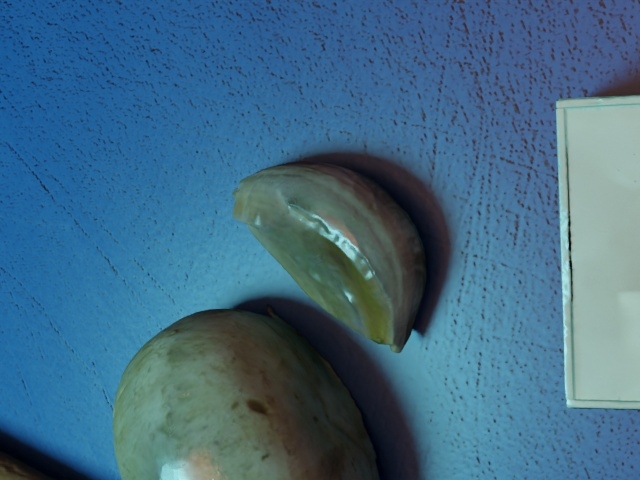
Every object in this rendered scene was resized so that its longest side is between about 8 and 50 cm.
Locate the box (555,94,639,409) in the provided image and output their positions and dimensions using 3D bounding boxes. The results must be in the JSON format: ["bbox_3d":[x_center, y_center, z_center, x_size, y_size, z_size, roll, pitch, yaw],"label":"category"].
[{"bbox_3d":[0.248,0.006,0.993,0.129,0.086,0.225,-1,94,21],"label":"box"}]

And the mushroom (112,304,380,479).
[{"bbox_3d":[-0.082,0.182,1.085,0.195,0.189,0.254,-34,73,19],"label":"mushroom"}]

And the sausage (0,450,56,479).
[{"bbox_3d":[-0.320,0.226,1.238,0.289,0.086,0.086,22,102,18],"label":"sausage"}]

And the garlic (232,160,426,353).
[{"bbox_3d":[0.012,-0.006,1.090,0.195,0.087,0.101,38,119,13],"label":"garlic"}]
